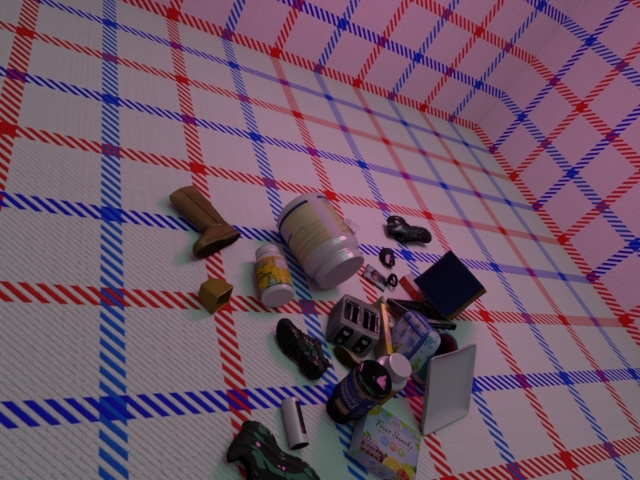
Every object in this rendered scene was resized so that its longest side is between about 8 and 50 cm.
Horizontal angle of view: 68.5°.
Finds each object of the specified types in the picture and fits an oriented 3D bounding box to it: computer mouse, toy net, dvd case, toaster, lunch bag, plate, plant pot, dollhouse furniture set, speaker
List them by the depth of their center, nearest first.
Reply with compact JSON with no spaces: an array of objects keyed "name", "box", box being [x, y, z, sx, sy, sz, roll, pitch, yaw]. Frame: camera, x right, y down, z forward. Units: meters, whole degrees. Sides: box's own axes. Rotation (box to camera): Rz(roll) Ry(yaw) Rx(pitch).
[{"name":"speaker","box":[-0.074,0.524,1.349,0.055,0.055,0.136,9,44,-31]},{"name":"plant pot","box":[-0.341,0.168,1.506,0.083,0.081,0.081,34,36,15]},{"name":"plate","box":[0.445,0.511,1.654,0.277,0.278,0.045,-3,10,-40]},{"name":"lunch bag","box":[0.323,0.351,1.663,0.090,0.176,0.219,38,7,-14]},{"name":"toaster","box":[0.122,0.301,1.698,0.168,0.110,0.186,28,37,-12]},{"name":"dollhouse furniture set","box":[0.234,0.294,1.823,0.058,0.076,0.152,0,50,-36]},{"name":"dvd case","box":[0.402,0.294,1.894,0.179,0.030,0.238,10,12,-31]},{"name":"dvd case","box":[0.237,0.160,2.022,0.119,0.013,0.087,37,37,2]},{"name":"computer mouse","box":[0.313,0.113,2.098,0.071,0.041,0.242,23,35,-24]},{"name":"toy net","box":[0.074,-0.078,2.130,0.232,0.045,0.122,8,43,-34]}]

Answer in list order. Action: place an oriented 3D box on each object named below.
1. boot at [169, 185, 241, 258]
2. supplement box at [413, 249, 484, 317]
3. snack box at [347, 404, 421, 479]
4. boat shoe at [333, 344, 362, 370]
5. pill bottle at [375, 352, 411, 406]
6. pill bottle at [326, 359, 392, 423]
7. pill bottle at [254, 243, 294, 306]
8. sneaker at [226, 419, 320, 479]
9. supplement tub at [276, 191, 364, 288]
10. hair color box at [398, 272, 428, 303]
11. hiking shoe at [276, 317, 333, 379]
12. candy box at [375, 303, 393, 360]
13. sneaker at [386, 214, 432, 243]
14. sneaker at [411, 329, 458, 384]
[{"name":"boot","box":[-0.446,-0.070,1.680,0.269,0.089,0.236,44,27,10]},{"name":"supplement box","box":[0.548,0.192,1.964,0.195,0.194,0.356,52,10,21]},{"name":"snack box","box":[0.200,0.623,1.437,0.207,0.070,0.175,38,37,-6]},{"name":"boat shoe","box":[0.103,0.411,1.623,0.135,0.050,0.045,43,14,15]},{"name":"pill bottle","box":[0.196,0.450,1.506,0.117,0.215,0.117,22,39,-19]},{"name":"pill bottle","box":[0.109,0.464,1.419,0.122,0.219,0.123,22,38,-18]},{"name":"pill bottle","box":[-0.170,0.119,1.658,0.117,0.118,0.209,9,45,-31]},{"name":"sneaker","box":[-0.120,0.600,1.209,0.286,0.109,0.130,35,46,10]},{"name":"supplement tub","box":[0.000,0.000,1.822,0.235,0.235,0.325,-8,55,-43]},{"name":"hair color box","box":[0.418,0.215,2.081,0.071,0.043,0.141,-12,57,-46]},{"name":"hiking shoe","box":[-0.056,0.347,1.548,0.227,0.086,0.114,53,26,12]},{"name":"candy box","box":[0.224,0.345,1.718,0.027,0.105,0.206,10,49,-15]},{"name":"sneaker","box":[0.437,-0.028,2.340,0.267,0.101,0.106,22,61,-19]},{"name":"sneaker","box":[0.447,0.396,1.793,0.123,0.178,0.295,36,36,1]}]
